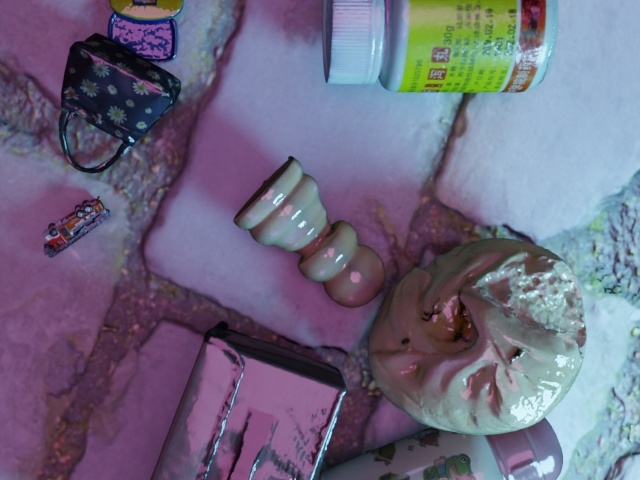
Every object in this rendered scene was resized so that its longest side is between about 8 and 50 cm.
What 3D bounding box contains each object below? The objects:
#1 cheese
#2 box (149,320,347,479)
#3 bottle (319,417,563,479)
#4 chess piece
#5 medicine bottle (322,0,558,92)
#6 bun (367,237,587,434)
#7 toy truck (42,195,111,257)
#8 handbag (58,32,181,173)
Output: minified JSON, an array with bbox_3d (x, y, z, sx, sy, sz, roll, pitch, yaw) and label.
[{"bbox_3d":[-0.182,-0.315,0.887,0.156,0.064,0.250,2,104,-3],"label":"cheese"},{"bbox_3d":[-0.083,0.227,0.850,0.153,0.188,0.252,19,87,-2],"label":"box"},{"bbox_3d":[0.133,0.257,0.897,0.253,0.120,0.120,-20,93,-3],"label":"bottle"},{"bbox_3d":[0.000,0.000,0.898,0.170,0.094,0.094,42,88,-8],"label":"chess piece"},{"bbox_3d":[0.118,-0.223,0.873,0.225,0.139,0.139,0,91,-5],"label":"medicine bottle"},{"bbox_3d":[0.165,0.092,0.864,0.237,0.116,0.210,-40,63,-6],"label":"bun"},{"bbox_3d":[-0.266,-0.015,0.907,0.083,0.024,0.032,-35,123,-6],"label":"toy truck"},{"bbox_3d":[-0.226,-0.132,0.888,0.115,0.072,0.139,28,105,-8],"label":"handbag"}]
